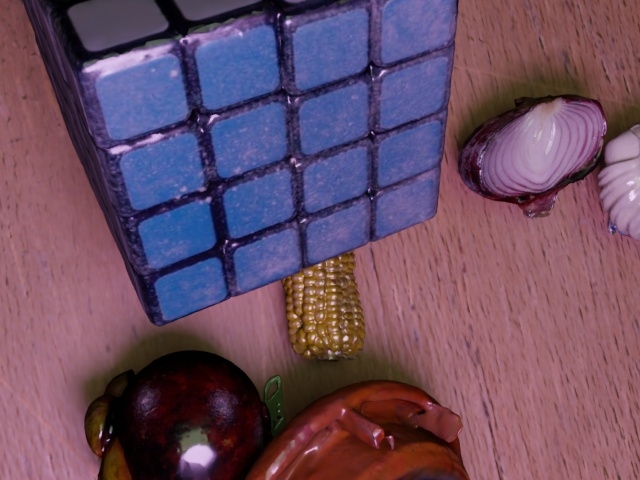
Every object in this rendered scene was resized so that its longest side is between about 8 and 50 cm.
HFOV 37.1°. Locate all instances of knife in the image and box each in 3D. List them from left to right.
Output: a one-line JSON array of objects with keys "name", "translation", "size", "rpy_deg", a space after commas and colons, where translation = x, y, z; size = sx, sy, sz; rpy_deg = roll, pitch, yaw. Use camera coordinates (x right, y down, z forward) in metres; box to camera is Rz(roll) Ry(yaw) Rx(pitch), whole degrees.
[{"name": "knife", "translation": [-0.055, 0.268, 1.153], "size": [0.030, 0.014, 0.207], "rpy_deg": [1, 85, -11]}]

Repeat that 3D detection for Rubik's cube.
[{"name": "Rubik's cube", "translation": [-0.092, -0.180, 0.954], "size": [0.337, 0.344, 0.344], "rpy_deg": [-22, 51, -13]}]

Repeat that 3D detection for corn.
[{"name": "corn", "translation": [0.000, 0.000, 1.144], "size": [0.101, 0.101, 0.292], "rpy_deg": [-2, 87, -13]}]

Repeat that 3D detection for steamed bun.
[{"name": "steamed bun", "translation": [0.436, -0.072, 1.242], "size": [0.182, 0.106, 0.183], "rpy_deg": [6, 76, -22]}]

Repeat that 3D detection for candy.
[{"name": "candy", "translation": [0.424, -0.010, 1.284], "size": [0.083, 0.020, 0.030], "rpy_deg": [18, 82, -13]}]

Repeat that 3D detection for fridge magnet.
[{"name": "fridge magnet", "translation": [0.038, 0.331, 1.048], "size": [0.363, 0.155, 0.364], "rpy_deg": [-16, 115, -38]}]

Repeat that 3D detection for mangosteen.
[{"name": "mangosteen", "translation": [-0.152, 0.218, 1.042], "size": [0.209, 0.210, 0.210], "rpy_deg": [1, 85, -13]}]

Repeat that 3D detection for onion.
[{"name": "onion", "translation": [0.259, -0.111, 1.215], "size": [0.205, 0.098, 0.151], "rpy_deg": [-14, 112, -22]}]
